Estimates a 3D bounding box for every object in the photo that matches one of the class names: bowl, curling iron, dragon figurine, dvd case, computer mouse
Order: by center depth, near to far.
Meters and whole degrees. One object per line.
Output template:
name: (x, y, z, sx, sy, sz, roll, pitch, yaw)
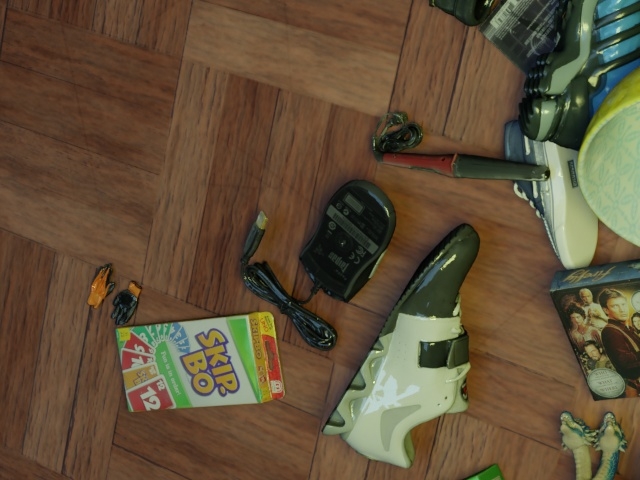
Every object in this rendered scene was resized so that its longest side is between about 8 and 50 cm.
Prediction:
bowl: (0.425, -0.118, 1.533, 0.289, 0.289, 0.156, -11, 47, 32)
dvd case: (0.312, -0.237, 1.687, 0.221, 0.018, 0.164, 48, 116, 18)
dragon figurine: (0.340, 0.341, 1.698, 0.085, 0.144, 0.289, -10, 110, 30)
curling iron: (0.162, -0.104, 1.747, 0.274, 0.035, 0.068, 19, 106, 44)
computer mouse: (0.000, 0.000, 1.885, 0.184, 0.060, 0.262, 38, 125, 18)

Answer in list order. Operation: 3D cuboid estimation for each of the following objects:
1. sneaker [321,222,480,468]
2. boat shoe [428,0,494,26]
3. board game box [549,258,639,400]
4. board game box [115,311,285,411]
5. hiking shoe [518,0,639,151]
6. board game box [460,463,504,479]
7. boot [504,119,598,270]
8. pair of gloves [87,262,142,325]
sneaker: (0.140, 0.136, 1.794, 0.146, 0.122, 0.331, 30, 110, 6)
boat shoe: (0.234, -0.387, 1.653, 0.113, 0.127, 0.340, 48, 118, 17)
board game box: (0.398, 0.094, 1.620, 0.243, 0.042, 0.165, -11, 117, 32)
board game box: (-0.171, 0.171, 2.023, 0.259, 0.039, 0.124, -8, 92, 29)
hiking shoe: (0.330, -0.240, 1.620, 0.132, 0.113, 0.304, 20, 100, -8)
board game box: (0.139, 0.457, 1.848, 0.316, 0.064, 0.242, -30, 80, 30)
boot: (0.271, -0.056, 1.715, 0.086, 0.069, 0.190, -4, 93, 48)
pair of gloves: (-0.300, 0.079, 2.102, 0.083, 0.010, 0.074, 34, 111, 21)
